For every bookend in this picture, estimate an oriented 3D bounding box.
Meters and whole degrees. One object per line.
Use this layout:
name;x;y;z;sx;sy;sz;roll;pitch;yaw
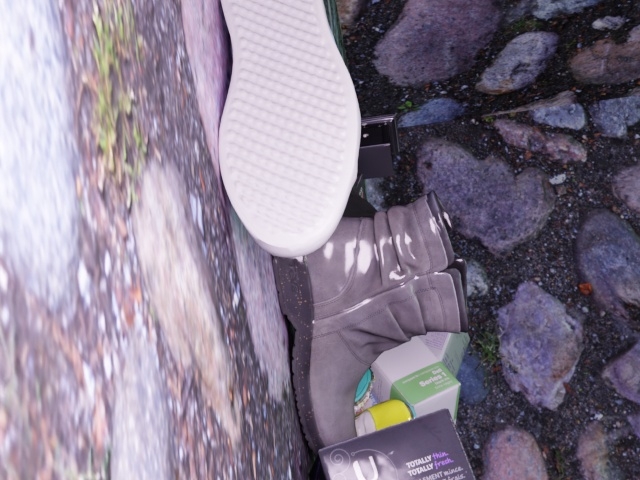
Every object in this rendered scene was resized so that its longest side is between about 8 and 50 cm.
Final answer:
bookend;0.048;-0.122;1.746;0.157;0.156;0.072;-89;170;-54

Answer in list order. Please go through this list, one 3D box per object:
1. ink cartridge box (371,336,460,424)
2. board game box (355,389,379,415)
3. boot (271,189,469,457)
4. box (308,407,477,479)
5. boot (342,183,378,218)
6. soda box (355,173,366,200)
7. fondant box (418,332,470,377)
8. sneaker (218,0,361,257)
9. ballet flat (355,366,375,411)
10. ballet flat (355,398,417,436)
ink cartridge box;0.107;0.209;1.687;0.219;0.092;0.160;50;-28;39
board game box;0.086;0.346;1.647;0.194;0.060;0.194;55;-25;36
boot;0.075;0.117;1.336;0.118;0.222;0.338;-88;169;-65
box;0.108;0.353;1.270;0.143;0.165;0.270;103;-31;-68
boot;-0.001;0.001;1.476;0.236;0.085;0.179;52;-43;39
soda box;0.019;-0.025;1.619;0.169;0.053;0.060;-68;155;-44
fondant box;0.178;0.295;2.109;0.238;0.096;0.330;56;53;-68
sneaker;-0.023;-0.124;1.101;0.150;0.135;0.366;69;15;-56
ballet flat;0.028;0.181;1.557;0.241;0.091;0.077;-82;-174;-58
ballet flat;0.058;0.261;1.479;0.231;0.077;0.077;135;-55;-68
